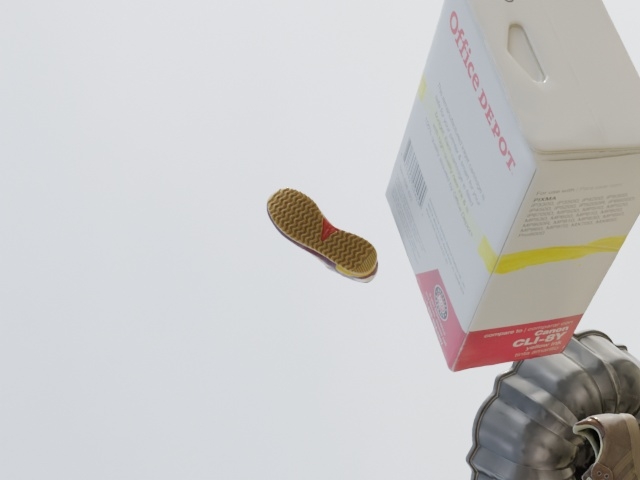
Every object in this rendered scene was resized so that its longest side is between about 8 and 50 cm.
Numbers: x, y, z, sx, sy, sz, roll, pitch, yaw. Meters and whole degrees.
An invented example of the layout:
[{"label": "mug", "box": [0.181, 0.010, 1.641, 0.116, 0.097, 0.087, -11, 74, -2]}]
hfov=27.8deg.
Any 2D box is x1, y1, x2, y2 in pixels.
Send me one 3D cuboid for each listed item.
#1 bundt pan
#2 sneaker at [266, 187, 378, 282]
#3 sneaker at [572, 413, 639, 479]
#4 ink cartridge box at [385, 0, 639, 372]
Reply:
[{"label": "bundt pan", "box": [0.377, 0.298, 1.851, 0.330, 0.124, 0.331, -9, -71, -28]}, {"label": "sneaker", "box": [0.000, 0.000, 1.824, 0.069, 0.185, 0.084, -48, -16, -14]}, {"label": "sneaker", "box": [0.322, 0.278, 1.415, 0.066, 0.071, 0.188, 95, 173, -51]}, {"label": "ink cartridge box", "box": [0.215, -0.076, 1.448, 0.160, 0.279, 0.385, -6, -35, -15]}]
